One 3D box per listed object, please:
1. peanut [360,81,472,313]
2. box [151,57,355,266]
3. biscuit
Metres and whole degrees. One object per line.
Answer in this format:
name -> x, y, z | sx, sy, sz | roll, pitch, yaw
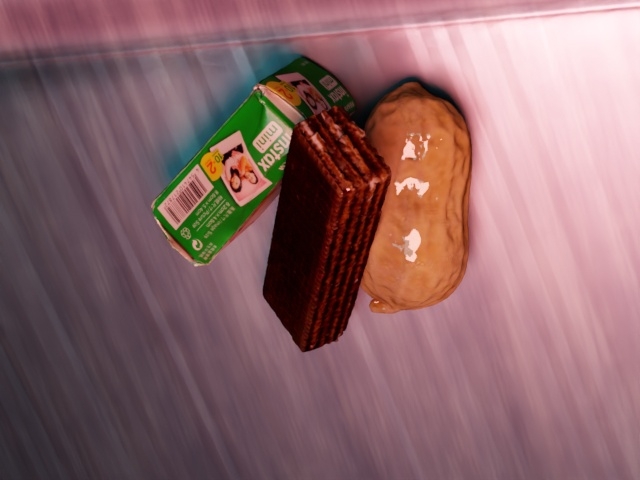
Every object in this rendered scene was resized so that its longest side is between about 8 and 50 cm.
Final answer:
peanut -> 0.113, -0.035, 1.692 | 0.143, 0.159, 0.291 | -3, 116, -16
box -> -0.081, -0.098, 1.710 | 0.103, 0.180, 0.250 | 45, 119, -1
biscuit -> 0.000, 0.000, 1.672 | 0.107, 0.073, 0.388 | 55, 157, 23
